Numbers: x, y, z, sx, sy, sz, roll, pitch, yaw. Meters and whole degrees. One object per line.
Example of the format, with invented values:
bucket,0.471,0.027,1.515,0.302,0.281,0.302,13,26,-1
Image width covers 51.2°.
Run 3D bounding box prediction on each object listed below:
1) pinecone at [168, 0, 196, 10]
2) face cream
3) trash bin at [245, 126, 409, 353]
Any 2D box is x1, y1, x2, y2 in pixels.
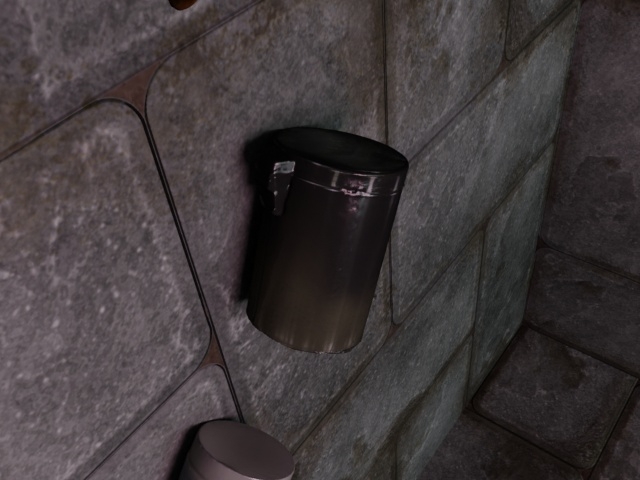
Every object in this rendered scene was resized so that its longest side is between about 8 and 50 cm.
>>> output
pinecone,-0.173,-0.293,0.497,0.272,0.224,0.224,-16,125,-55
face cream,-0.150,0.412,1.116,0.177,0.177,0.153,7,108,-59
trash bin,0.000,0.000,1.025,0.252,0.203,0.302,-7,120,-36
